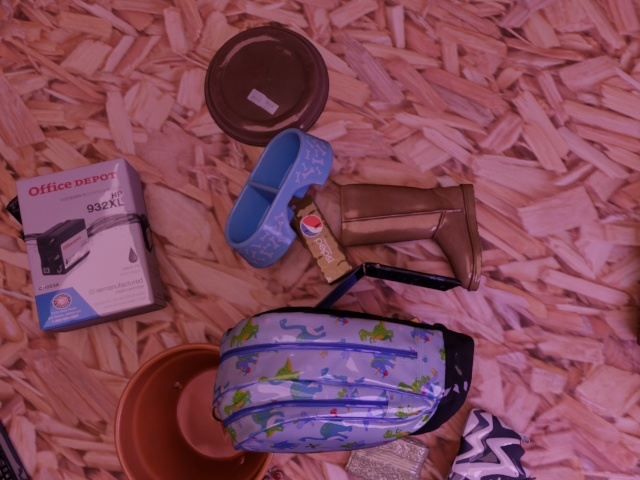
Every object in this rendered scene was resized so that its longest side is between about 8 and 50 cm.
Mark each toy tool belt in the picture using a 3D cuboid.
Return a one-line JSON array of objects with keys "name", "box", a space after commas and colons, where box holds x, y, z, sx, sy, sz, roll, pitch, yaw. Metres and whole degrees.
[{"name": "toy tool belt", "box": [-0.111, 0.486, 1.177, 0.083, 0.051, 0.052, -35, 81, -1]}]

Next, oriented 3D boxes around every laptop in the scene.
[{"name": "laptop", "box": [0.107, 0.120, 1.119, 0.264, 0.234, 0.137, 11, 84, 6]}]

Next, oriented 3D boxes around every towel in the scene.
[{"name": "towel", "box": [0.131, 0.430, 1.178, 0.148, 0.027, 0.110, 17, 85, 7]}]

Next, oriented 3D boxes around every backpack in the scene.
[{"name": "backpack", "box": [0.011, 0.220, 0.945, 0.355, 0.290, 0.274, 24, 62, -14]}]

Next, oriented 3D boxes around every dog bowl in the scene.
[{"name": "dog bowl", "box": [-0.091, -0.092, 1.198, 0.166, 0.074, 0.297, 22, 83, 52]}]

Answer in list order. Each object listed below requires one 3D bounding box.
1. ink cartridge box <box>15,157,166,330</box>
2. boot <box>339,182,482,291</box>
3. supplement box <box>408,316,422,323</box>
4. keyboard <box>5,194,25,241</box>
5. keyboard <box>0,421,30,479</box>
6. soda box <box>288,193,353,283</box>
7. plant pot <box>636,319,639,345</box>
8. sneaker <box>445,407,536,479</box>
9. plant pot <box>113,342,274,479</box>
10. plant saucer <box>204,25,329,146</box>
[{"name": "ink cartridge box", "box": [-0.465, 0.011, 1.222, 0.223, 0.129, 0.308, -13, 81, -5]}, {"name": "boot", "box": [0.177, -0.007, 1.208, 0.269, 0.089, 0.236, -2, 68, 3]}, {"name": "supplement box", "box": [0.111, 0.241, 1.181, 0.233, 0.078, 0.080, -35, 81, 0]}, {"name": "keyboard", "box": [-0.600, -0.021, 1.302, 0.192, 0.038, 0.100, 45, 75, 3]}, {"name": "keyboard", "box": [-0.691, 0.535, 1.229, 0.201, 0.033, 0.317, -32, 80, 0]}, {"name": "soda box", "box": [0.000, 0.000, 1.233, 0.061, 0.058, 0.181, -30, 81, 1]}, {"name": "plant pot", "box": [0.701, 0.111, 1.091, 0.237, 0.237, 0.254, 28, 98, 8]}, {"name": "sneaker", "box": [0.319, 0.451, 1.124, 0.153, 0.094, 0.235, 19, 74, 16]}, {"name": "plant pot", "box": [-0.210, 0.338, 1.130, 0.290, 0.203, 0.291, -1, 81, 4]}, {"name": "plant saucer", "box": [-0.120, -0.342, 1.302, 0.277, 0.041, 0.278, 0, 83, 4]}]
